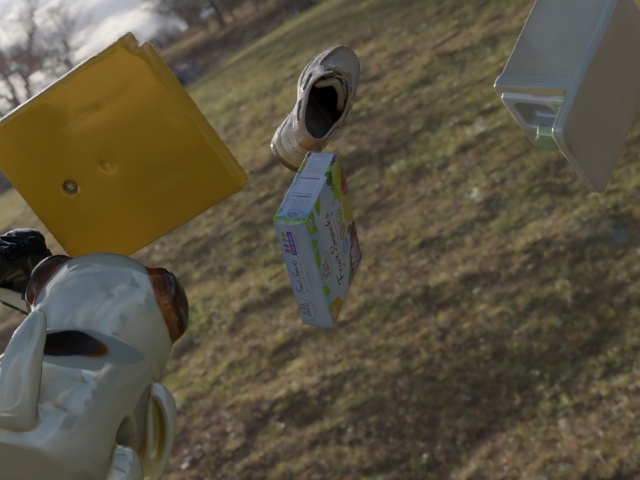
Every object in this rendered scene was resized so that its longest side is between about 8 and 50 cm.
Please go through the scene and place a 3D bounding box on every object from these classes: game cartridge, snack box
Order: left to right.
[{"bbox_3d":[-0.316,-0.125,1.696,0.324,0.285,0.052,-28,18,22],"label":"game cartridge"},{"bbox_3d":[0.000,0.000,1.071,0.037,0.141,0.100,6,46,22],"label":"snack box"}]

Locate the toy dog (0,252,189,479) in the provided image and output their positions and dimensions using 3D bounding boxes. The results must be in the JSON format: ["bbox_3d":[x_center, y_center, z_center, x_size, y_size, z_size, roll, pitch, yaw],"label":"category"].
[{"bbox_3d":[-0.329,0.184,1.441,0.285,0.395,0.408,-2,36,13],"label":"toy dog"}]

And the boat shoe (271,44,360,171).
[{"bbox_3d":[0.017,-0.272,2.148,0.110,0.122,0.341,-40,21,46],"label":"boat shoe"}]

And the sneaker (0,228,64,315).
[{"bbox_3d":[-0.487,0.024,1.698,0.124,0.107,0.283,-61,-19,-8],"label":"sneaker"}]

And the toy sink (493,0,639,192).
[{"bbox_3d":[0.327,-0.200,1.466,0.131,0.153,0.234,10,68,41],"label":"toy sink"}]
